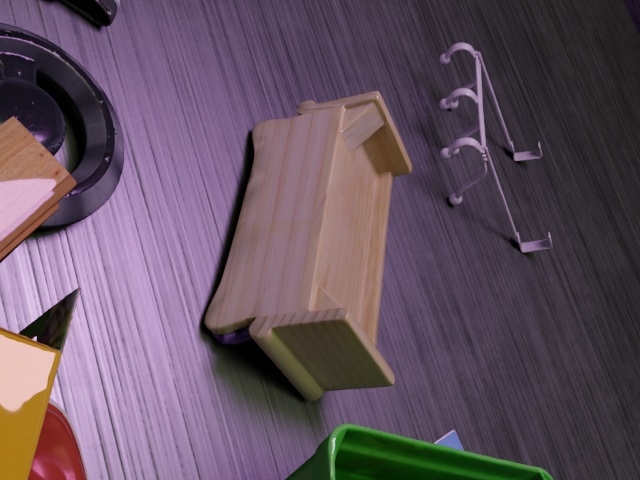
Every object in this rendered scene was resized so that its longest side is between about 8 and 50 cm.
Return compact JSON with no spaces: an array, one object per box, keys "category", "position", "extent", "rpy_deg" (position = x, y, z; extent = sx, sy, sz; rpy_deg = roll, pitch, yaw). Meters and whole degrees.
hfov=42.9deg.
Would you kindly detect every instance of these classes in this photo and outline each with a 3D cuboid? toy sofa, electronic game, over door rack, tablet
[{"category":"toy sofa","position":[0.000,0.000,0.999],"extent":[0.150,0.177,0.363],"rpy_deg":[56,32,-44]},{"category":"electronic game","position":[-0.300,-0.117,0.810],"extent":[0.229,0.048,0.229],"rpy_deg":[23,52,-34]},{"category":"over door rack","position":[0.288,-0.146,1.408],"extent":[0.324,0.108,0.239],"rpy_deg":[42,41,-41]},{"category":"tablet","position":[0.182,0.301,1.090],"extent":[0.054,0.006,0.083],"rpy_deg":[-15,79,-49]}]

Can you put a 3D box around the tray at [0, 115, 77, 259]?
[{"category":"tray","position":[-0.343,0.092,0.514],"extent":[0.076,0.203,0.411],"rpy_deg":[47,43,-14]}]

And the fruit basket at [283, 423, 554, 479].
[{"category":"fruit basket","position":[0.161,0.333,0.774],"extent":[0.392,0.392,0.283],"rpy_deg":[22,53,-36]}]

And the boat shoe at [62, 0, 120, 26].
[{"category":"boat shoe","position":[-0.292,-0.294,0.927],"extent":[0.142,0.049,0.040],"rpy_deg":[26,51,-36]}]

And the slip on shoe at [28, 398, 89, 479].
[{"category":"slip on shoe","position":[-0.215,0.274,0.624],"extent":[0.123,0.101,0.331],"rpy_deg":[12,58,-40]}]

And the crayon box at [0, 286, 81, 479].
[{"category":"crayon box","position":[-0.275,0.187,0.534],"extent":[0.083,0.203,0.323],"rpy_deg":[29,48,-30]}]
